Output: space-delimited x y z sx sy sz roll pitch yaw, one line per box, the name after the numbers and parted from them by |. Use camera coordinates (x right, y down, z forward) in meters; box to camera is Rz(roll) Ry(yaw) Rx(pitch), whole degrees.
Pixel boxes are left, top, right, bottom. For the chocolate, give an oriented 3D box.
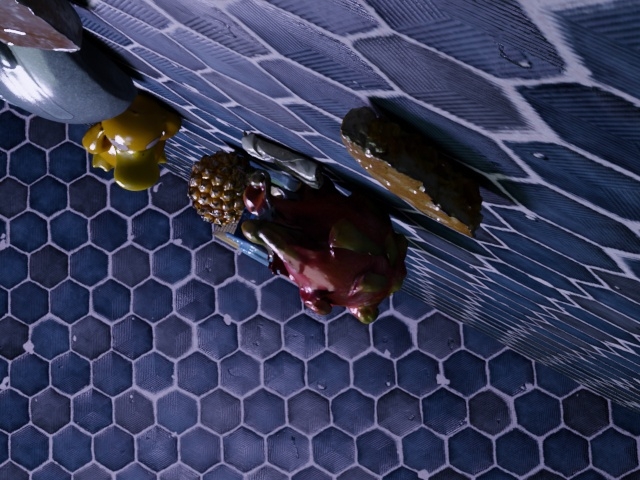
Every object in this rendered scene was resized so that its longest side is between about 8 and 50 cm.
-0.424 -0.339 1.279 0.157 0.080 0.254 11 172 21 | chocolate

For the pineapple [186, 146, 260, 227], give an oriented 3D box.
-0.174 -0.116 2.010 0.137 0.161 0.176 -10 145 39 | pineapple

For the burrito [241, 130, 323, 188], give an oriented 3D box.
-0.067 -0.141 1.646 0.185 0.041 0.045 28 -174 35 | burrito

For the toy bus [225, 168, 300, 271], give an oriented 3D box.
-0.016 -0.004 1.975 0.312 0.190 0.152 31 176 -32 | toy bus

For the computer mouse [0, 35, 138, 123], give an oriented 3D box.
-0.460 -0.282 1.641 0.203 0.114 0.374 -2 164 25 | computer mouse

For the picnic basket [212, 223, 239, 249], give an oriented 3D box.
-0.109 -0.031 2.455 0.228 0.175 0.313 31 171 -29 | picnic basket

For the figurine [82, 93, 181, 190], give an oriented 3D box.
-0.396 -0.220 1.997 0.215 0.215 0.228 30 -173 -24 | figurine

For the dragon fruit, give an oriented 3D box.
0.005 0.005 1.699 0.307 0.227 0.243 29 173 20 | dragon fruit

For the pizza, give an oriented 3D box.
0.109 -0.079 1.086 0.246 0.058 0.127 32 176 -25 | pizza
